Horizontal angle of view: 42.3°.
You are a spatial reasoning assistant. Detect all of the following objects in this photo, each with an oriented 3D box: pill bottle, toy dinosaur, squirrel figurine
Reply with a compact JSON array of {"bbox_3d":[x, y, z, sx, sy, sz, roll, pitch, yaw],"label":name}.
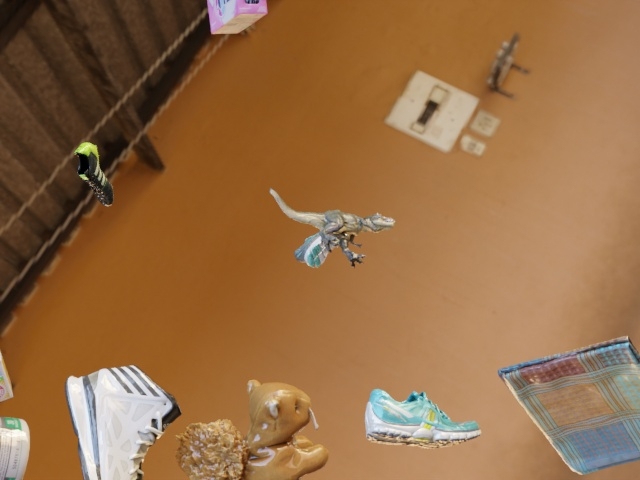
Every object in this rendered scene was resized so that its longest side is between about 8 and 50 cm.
[{"bbox_3d":[-0.939,0.534,2.079,0.361,0.204,0.204,14,-71,-31],"label":"pill bottle"},{"bbox_3d":[0.029,-0.019,1.528,0.268,0.118,0.064,12,-48,-33],"label":"toy dinosaur"},{"bbox_3d":[-0.175,0.562,2.172,0.281,0.397,0.370,-146,56,-68],"label":"squirrel figurine"}]

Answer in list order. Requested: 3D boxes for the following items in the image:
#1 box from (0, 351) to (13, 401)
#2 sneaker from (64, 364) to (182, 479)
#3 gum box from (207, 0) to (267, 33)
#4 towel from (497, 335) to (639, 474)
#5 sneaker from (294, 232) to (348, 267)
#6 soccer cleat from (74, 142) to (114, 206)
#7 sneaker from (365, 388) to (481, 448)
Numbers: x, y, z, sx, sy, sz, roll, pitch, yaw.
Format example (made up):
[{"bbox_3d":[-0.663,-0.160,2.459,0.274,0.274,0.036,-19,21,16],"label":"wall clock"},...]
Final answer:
[{"bbox_3d":[-0.844,0.336,1.951,0.203,0.103,0.114,-19,-62,-20],"label":"box"},{"bbox_3d":[-0.450,0.511,2.023,0.257,0.447,0.169,-16,-18,-13],"label":"sneaker"},{"bbox_3d":[-0.168,-0.485,1.648,0.188,0.062,0.107,-178,81,-65],"label":"gum box"},{"bbox_3d":[0.554,0.339,1.644,0.271,0.370,0.040,-22,36,29],"label":"towel"},{"bbox_3d":[0.000,0.000,1.933,0.166,0.076,0.065,-39,-60,-37],"label":"sneaker"},{"bbox_3d":[-0.581,-0.161,2.111,0.072,0.060,0.179,-54,-45,-53],"label":"soccer cleat"},{"bbox_3d":[0.217,0.365,1.700,0.107,0.275,0.110,-34,48,52],"label":"sneaker"}]
